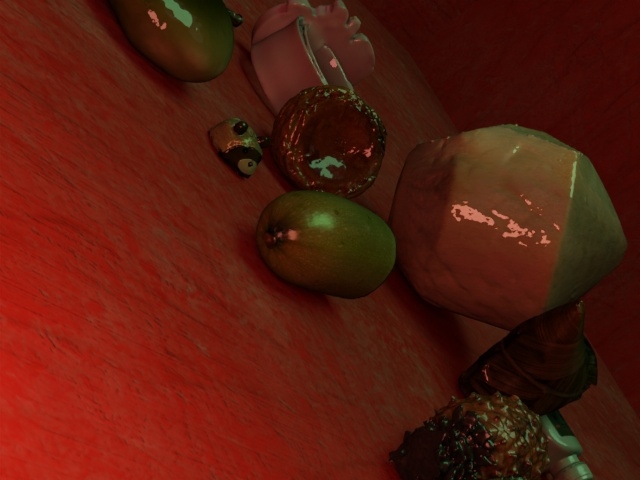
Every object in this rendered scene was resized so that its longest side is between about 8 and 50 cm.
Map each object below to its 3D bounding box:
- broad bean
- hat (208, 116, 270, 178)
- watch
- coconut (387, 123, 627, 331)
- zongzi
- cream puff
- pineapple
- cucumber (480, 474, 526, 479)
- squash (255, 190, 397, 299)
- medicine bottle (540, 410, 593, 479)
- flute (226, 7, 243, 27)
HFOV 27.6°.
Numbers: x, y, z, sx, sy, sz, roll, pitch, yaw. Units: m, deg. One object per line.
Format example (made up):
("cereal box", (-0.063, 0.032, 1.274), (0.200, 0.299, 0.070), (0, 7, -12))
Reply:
("broad bean", (-0.224, -0.342, 1.794), (0.291, 0.119, 0.238), (57, 14, 11))
("hat", (-0.110, -0.135, 1.795), (0.077, 0.059, 0.076), (39, 15, -33))
("watch", (0.000, -0.291, 2.284), (0.244, 0.196, 0.231), (45, 23, -44))
("coconut", (0.324, -0.028, 2.245), (0.415, 0.345, 0.415), (12, 14, -3))
("zongzi", (0.396, 0.167, 2.092), (0.286, 0.288, 0.134), (-13, 57, -46))
("cream puff", (-0.004, -0.153, 2.036), (0.183, 0.183, 0.169), (48, -11, -21))
("pineapple", (0.174, 0.267, 1.613), (0.278, 0.158, 0.158), (4, 50, -59))
("cucumber", (0.211, 0.389, 1.445), (0.134, 0.134, 0.244), (46, 21, -28))
("squash", (0.000, 0.000, 1.673), (0.132, 0.132, 0.247), (58, 14, 18))
("medicine bottle", (0.381, 0.327, 2.231), (0.121, 0.083, 0.229), (25, 32, -58))
("flute", (-0.198, -0.419, 2.261), (0.027, 0.027, 0.233), (59, 15, 21))
